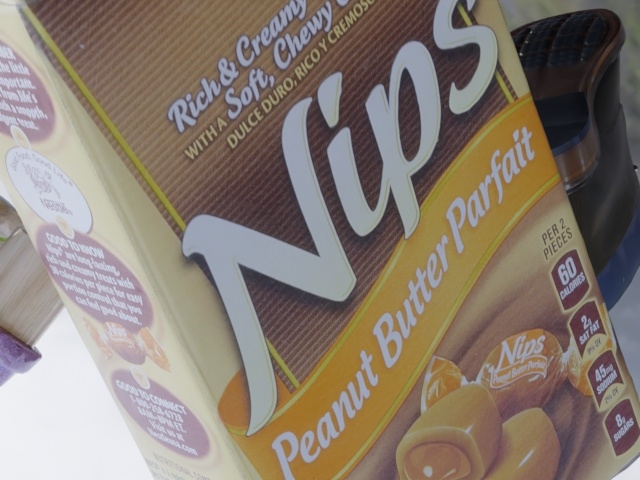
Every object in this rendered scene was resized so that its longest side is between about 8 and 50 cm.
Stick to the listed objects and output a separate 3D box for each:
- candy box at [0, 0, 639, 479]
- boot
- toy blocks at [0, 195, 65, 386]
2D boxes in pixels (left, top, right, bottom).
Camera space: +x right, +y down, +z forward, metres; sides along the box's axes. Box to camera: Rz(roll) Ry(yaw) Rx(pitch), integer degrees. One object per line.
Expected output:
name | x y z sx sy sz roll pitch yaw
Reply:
candy box | 0.000 0.000 0.723 0.087 0.183 0.316 15 135 50
boot | 0.129 -0.045 1.003 0.219 0.082 0.106 -63 -41 -59
toy blocks | -0.311 0.023 0.901 0.288 0.260 0.309 40 177 -32
